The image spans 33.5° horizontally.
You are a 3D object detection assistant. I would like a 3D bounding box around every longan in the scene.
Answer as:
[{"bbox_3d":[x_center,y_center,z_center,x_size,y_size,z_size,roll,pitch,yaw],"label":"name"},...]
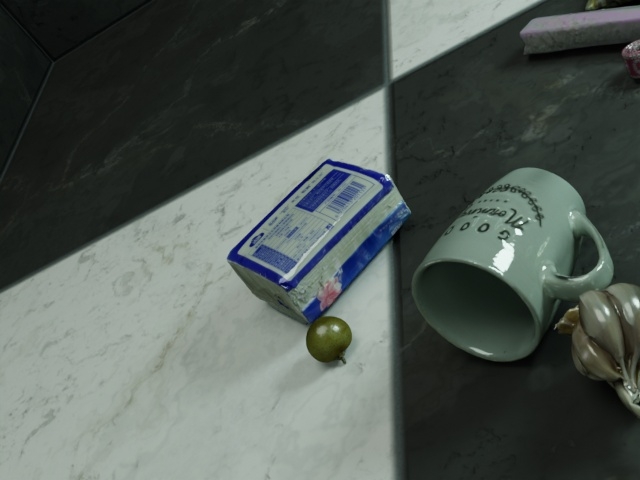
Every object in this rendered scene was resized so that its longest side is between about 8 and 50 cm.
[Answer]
[{"bbox_3d":[0.017,0.158,1.659,0.075,0.075,0.083,-40,72,-1],"label":"longan"}]

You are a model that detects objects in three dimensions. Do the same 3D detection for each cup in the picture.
[{"bbox_3d":[0.287,0.020,1.434,0.258,0.186,0.234,0,41,45],"label":"cup"}]

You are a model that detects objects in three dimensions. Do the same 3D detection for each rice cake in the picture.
[{"bbox_3d":[0.485,-0.365,1.823,0.073,0.056,0.365,-39,26,-30],"label":"rice cake"}]

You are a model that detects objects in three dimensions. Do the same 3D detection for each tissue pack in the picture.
[{"bbox_3d":[0.000,0.000,1.811,0.269,0.137,0.209,-46,31,-17],"label":"tissue pack"}]

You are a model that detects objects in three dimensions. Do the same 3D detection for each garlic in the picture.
[{"bbox_3d":[0.357,0.133,1.256,0.127,0.131,0.194,-57,19,33],"label":"garlic"}]

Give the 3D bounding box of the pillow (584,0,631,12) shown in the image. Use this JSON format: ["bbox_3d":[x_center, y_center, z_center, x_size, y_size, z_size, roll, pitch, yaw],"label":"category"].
[{"bbox_3d":[0.584,-0.489,1.890,0.212,0.052,0.208,-10,39,36],"label":"pillow"}]

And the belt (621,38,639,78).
[{"bbox_3d":[0.580,-0.297,1.647,0.232,0.053,0.071,-8,34,41],"label":"belt"}]
